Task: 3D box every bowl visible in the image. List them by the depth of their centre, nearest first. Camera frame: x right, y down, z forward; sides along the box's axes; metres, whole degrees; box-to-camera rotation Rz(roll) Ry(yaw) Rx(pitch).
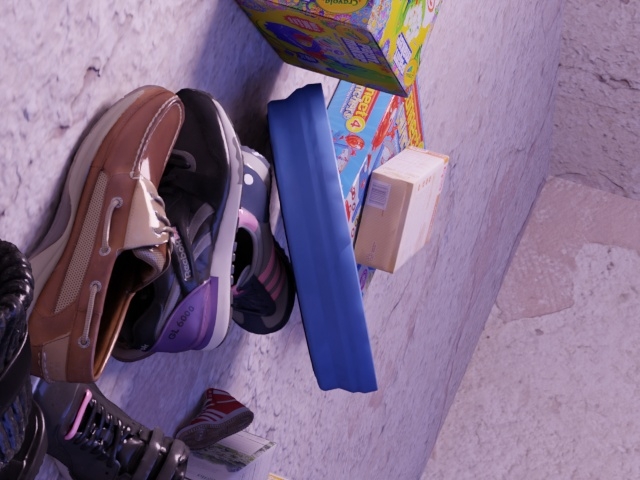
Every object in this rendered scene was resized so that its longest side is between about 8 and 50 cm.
[{"bbox_3d":[0.000,0.000,2.015,0.391,0.077,0.391,-10,90,-90],"label":"bowl"}]

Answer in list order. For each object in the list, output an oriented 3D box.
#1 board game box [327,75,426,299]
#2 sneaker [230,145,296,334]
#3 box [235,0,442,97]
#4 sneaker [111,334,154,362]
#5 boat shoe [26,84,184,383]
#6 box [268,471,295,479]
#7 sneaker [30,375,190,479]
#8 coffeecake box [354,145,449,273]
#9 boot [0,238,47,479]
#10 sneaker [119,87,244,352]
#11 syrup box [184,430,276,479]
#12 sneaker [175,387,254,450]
[{"bbox_3d":[0.058,-0.094,2.412,0.308,0.086,0.302,75,36,-63],"label":"board game box"},{"bbox_3d":[-0.104,0.034,1.931,0.319,0.112,0.131,77,22,-48],"label":"sneaker"},{"bbox_3d":[0.048,-0.354,1.919,0.290,0.177,0.279,43,65,-74],"label":"box"},{"bbox_3d":[-0.182,0.101,1.825,0.188,0.066,0.071,-48,152,-55],"label":"sneaker"},{"bbox_3d":[-0.196,-0.001,1.568,0.123,0.116,0.324,72,38,-65],"label":"boat shoe"},{"bbox_3d":[-0.110,0.434,2.375,0.203,0.103,0.114,-45,149,-59],"label":"box"},{"bbox_3d":[-0.216,0.202,1.671,0.295,0.147,0.104,73,39,-62],"label":"sneaker"},{"bbox_3d":[0.120,-0.048,2.383,0.185,0.068,0.142,-36,141,-65],"label":"coffeecake box"},{"bbox_3d":[-0.318,0.189,1.298,0.260,0.131,0.348,98,3,-51],"label":"boot"},{"bbox_3d":[-0.159,-0.021,1.706,0.124,0.107,0.283,0,91,-40],"label":"sneaker"},{"bbox_3d":[-0.147,0.323,2.141,0.237,0.093,0.096,-25,131,-70],"label":"syrup box"},{"bbox_3d":[-0.154,0.235,2.142,0.118,0.067,0.042,-16,130,-36],"label":"sneaker"}]
